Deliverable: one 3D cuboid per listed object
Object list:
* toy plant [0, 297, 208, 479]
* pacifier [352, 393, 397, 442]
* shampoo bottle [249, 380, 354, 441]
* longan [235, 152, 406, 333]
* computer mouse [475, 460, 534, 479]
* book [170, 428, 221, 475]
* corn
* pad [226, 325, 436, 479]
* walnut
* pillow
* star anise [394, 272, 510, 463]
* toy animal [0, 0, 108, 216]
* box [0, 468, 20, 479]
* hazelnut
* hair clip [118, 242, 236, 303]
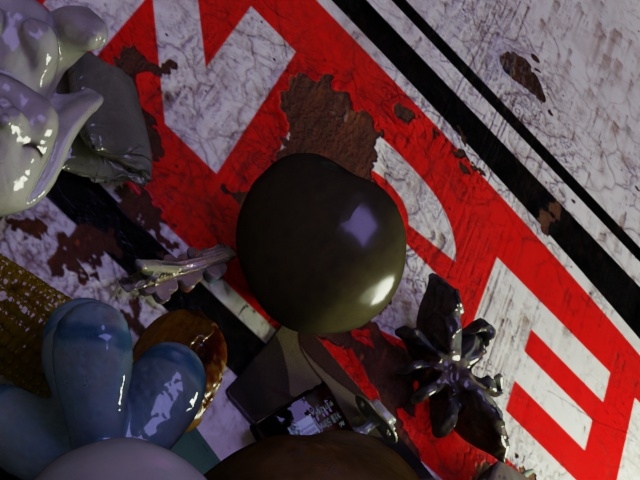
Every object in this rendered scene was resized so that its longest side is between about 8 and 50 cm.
[{"bbox_3d":[-0.226,0.199,1.589,0.247,0.247,0.332,18,39,-39],"label":"toy plant"},{"bbox_3d":[0.065,0.249,2.123,0.064,0.068,0.083,-36,70,-21],"label":"pacifier"},{"bbox_3d":[0.039,0.344,1.986,0.129,0.084,0.323,-30,88,-41],"label":"shampoo bottle"},{"bbox_3d":[0.000,0.000,2.093,0.248,0.248,0.248,28,44,-31],"label":"longan"},{"bbox_3d":[0.254,0.410,2.154,0.199,0.115,0.389,57,36,-5],"label":"computer mouse"},{"bbox_3d":[-0.171,0.275,1.866,0.103,0.017,0.135,53,35,2],"label":"book"},{"bbox_3d":[-0.332,0.094,1.749,0.322,0.119,0.119,39,39,-13],"label":"corn"},{"bbox_3d":[0.026,0.270,2.100,0.330,0.004,0.220,50,36,-6],"label":"pad"},{"bbox_3d":[-0.172,0.154,1.885,0.116,0.116,0.207,41,36,-18],"label":"walnut"},{"bbox_3d":[-0.285,-0.160,2.035,0.134,0.078,0.181,19,46,-43],"label":"pillow"},{"bbox_3d":[0.198,0.176,2.281,0.198,0.110,0.257,26,51,-33],"label":"star anise"},{"bbox_3d":[-0.380,-0.149,1.836,0.271,0.206,0.265,12,61,-24],"label":"toy animal"},{"bbox_3d":[-0.296,0.363,1.612,0.290,0.073,0.289,1,61,-48],"label":"box"},{"bbox_3d":[-0.011,0.379,1.717,0.366,0.366,0.366,28,44,-31],"label":"hazelnut"},{"bbox_3d":[-0.183,0.041,2.015,0.062,0.056,0.214,47,25,18],"label":"hair clip"}]
